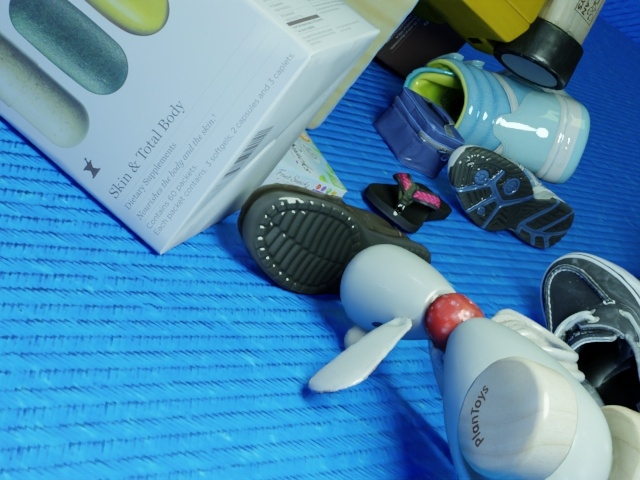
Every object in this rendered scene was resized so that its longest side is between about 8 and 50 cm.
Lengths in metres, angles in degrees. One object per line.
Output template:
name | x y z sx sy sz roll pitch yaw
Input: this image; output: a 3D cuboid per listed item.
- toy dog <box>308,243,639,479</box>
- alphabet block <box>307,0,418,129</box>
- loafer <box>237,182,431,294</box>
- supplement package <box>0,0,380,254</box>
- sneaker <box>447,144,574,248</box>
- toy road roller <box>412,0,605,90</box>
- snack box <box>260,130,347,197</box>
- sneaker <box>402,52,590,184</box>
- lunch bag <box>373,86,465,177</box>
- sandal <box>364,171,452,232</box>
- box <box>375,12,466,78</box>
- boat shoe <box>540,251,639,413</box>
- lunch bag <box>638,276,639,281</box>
toy dog | 0.103 0.134 1.252 0.220 0.161 0.334 30 6 -16
alphabet block | -0.045 -0.264 1.751 0.197 0.193 0.192 29 20 -28
loafer | 0.000 0.000 1.430 0.078 0.080 0.220 41 11 38
supplement package | -0.133 -0.162 1.341 0.262 0.199 0.198 41 19 5
sneaker | 0.196 -0.055 1.917 0.211 0.080 0.081 32 11 -49
toy road roller | 0.174 -0.327 1.932 0.240 0.203 0.329 20 -11 43
snack box | -0.053 -0.081 1.557 0.141 0.037 0.100 22 26 -41
sneaker | 0.182 -0.170 2.078 0.208 0.127 0.319 16 8 -15
lunch bag | 0.113 -0.121 1.914 0.067 0.065 0.098 21 26 -43
sandal | 0.095 -0.046 1.746 0.067 0.040 0.179 43 19 12
box | 0.018 -0.358 2.106 0.381 0.143 0.191 29 20 -44
boat shoe | 0.264 0.109 1.620 0.102 0.108 0.301 27 29 -35
lunch bag | 0.524 0.069 2.014 0.305 0.212 0.256 38 19 0
